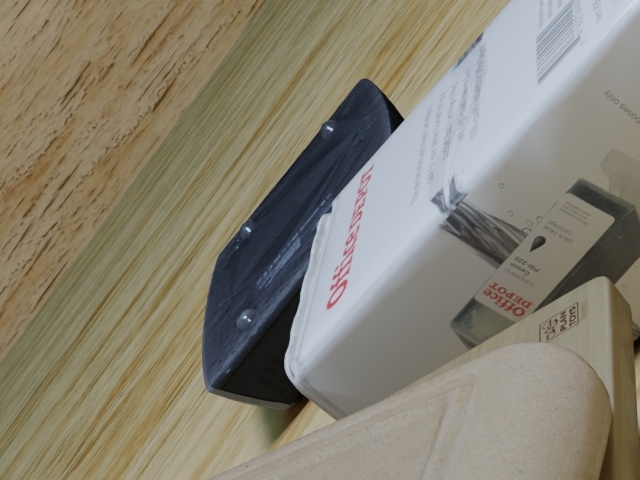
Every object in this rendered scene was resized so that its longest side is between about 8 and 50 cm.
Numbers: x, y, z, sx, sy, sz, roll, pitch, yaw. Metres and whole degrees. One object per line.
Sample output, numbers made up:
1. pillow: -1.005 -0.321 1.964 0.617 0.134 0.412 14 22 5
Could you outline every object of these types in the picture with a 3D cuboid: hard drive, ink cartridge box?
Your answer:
1. hard drive: 0.000 0.000 1.130 0.172 0.054 0.255 -51 11 10
2. ink cartridge box: 0.092 -0.029 0.737 0.218 0.092 0.158 -46 12 24

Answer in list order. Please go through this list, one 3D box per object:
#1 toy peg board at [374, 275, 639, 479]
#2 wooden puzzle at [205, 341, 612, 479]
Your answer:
1. toy peg board: 0.042 0.114 0.592 0.160 0.079 0.161 -32 20 21
2. wooden puzzle: -0.041 0.136 0.516 0.238 0.044 0.221 -22 25 30
